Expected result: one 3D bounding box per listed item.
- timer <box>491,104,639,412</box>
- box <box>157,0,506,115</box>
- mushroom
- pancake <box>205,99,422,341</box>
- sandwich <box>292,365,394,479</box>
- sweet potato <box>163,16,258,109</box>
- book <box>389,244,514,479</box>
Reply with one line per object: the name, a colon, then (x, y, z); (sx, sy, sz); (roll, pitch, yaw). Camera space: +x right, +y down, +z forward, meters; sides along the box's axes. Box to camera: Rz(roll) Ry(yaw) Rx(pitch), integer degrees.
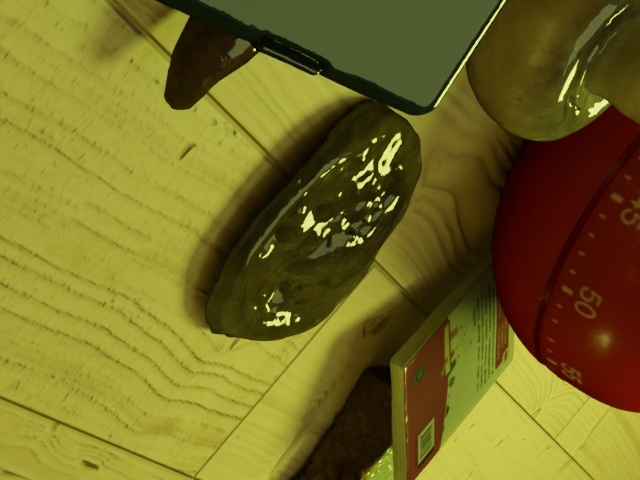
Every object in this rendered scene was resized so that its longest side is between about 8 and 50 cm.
timer: (0.333, -0.024, 1.848); (0.378, 0.279, 0.378); (-39, 153, -24)
box: (0.012, -0.176, 1.133); (0.230, 0.050, 0.160); (21, 110, -35)
mushroom: (0.219, -0.152, 1.520); (0.204, 0.204, 0.204); (-41, 157, -22)
pancake: (0.000, 0.000, 1.540); (0.242, 0.050, 0.242); (-41, 156, -23)
sandwich: (0.040, 0.227, 1.977); (0.215, 0.065, 0.186); (-55, 159, 10)
sweet potato: (-0.014, -0.178, 1.199); (0.243, 0.077, 0.077); (-42, 160, 6)
book: (0.131, 0.117, 1.913); (0.232, 0.022, 0.162); (-46, 145, -43)
